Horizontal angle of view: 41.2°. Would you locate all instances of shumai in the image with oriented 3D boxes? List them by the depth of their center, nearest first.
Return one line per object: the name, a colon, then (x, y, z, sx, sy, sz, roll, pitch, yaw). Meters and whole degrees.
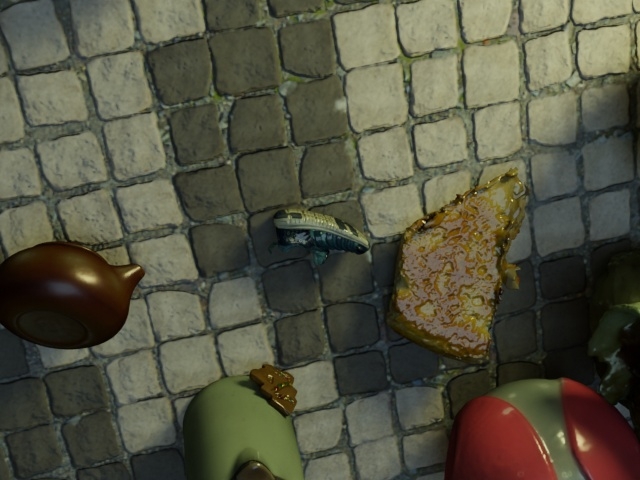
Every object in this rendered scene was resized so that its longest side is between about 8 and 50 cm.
shumai: (0.536, 0.143, 1.167, 0.330, 0.288, 0.291, 10, 81, 12)

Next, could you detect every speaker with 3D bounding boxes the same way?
speaker: (0.333, 0.337, 1.262, 0.294, 0.294, 0.294, -3, 110, -9)

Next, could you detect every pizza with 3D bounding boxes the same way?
pizza: (0.204, 0.027, 1.234, 0.189, 0.071, 0.296, 14, 103, -2)

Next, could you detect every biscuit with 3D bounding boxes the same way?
biscuit: (-0.063, 0.216, 1.241, 0.082, 0.092, 0.016, 17, 120, -39)

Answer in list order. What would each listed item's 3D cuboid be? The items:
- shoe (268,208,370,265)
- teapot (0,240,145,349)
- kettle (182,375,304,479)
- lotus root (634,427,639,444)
shoe: (0.000, 0.000, 1.188, 0.143, 0.064, 0.071, 11, 106, -11)
teapot: (-0.358, 0.061, 1.120, 0.252, 0.135, 0.178, 0, 141, 8)
kettle: (-0.103, 0.346, 1.192, 0.165, 0.255, 0.240, -4, 111, -12)
lotus root: (0.676, 0.316, 1.356, 0.316, 0.250, 0.316, -1, 103, -3)
